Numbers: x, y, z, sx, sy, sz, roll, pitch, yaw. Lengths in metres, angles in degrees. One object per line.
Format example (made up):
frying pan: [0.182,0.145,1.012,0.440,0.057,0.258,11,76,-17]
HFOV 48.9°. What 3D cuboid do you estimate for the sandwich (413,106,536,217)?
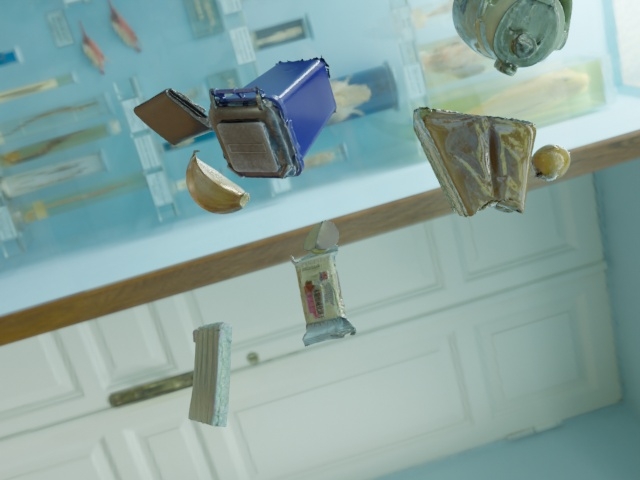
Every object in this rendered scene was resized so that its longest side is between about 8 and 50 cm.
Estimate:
sandwich: [0.285,-0.146,1.395,0.155,0.227,0.198,-128,-134,-84]

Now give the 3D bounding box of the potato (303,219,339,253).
potato: [0.000,0.000,2.070,0.103,0.066,0.096,-19,-133,62]

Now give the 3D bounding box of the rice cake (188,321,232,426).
rice cake: [-0.220,0.265,1.399,0.189,0.037,0.198,-19,-110,61]

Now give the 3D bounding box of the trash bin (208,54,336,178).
trash bin: [-0.079,-0.239,1.285,0.234,0.162,0.184,-53,137,-41]

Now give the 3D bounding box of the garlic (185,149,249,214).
garlic: [-0.308,-0.146,1.955,0.206,0.115,0.128,41,-5,-18]

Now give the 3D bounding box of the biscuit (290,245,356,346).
biscuit: [0.007,0.182,2.338,0.079,0.186,0.309,38,40,-67]

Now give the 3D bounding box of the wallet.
wallet: [-0.423,-0.353,2.028,0.182,0.229,0.049,36,62,-31]

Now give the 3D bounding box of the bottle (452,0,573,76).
bottle: [0.416,-0.491,1.527,0.352,0.229,0.229,-87,164,-66]

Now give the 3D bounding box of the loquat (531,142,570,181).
loquat: [0.871,-0.296,2.670,0.137,0.163,0.163,56,-4,1]
